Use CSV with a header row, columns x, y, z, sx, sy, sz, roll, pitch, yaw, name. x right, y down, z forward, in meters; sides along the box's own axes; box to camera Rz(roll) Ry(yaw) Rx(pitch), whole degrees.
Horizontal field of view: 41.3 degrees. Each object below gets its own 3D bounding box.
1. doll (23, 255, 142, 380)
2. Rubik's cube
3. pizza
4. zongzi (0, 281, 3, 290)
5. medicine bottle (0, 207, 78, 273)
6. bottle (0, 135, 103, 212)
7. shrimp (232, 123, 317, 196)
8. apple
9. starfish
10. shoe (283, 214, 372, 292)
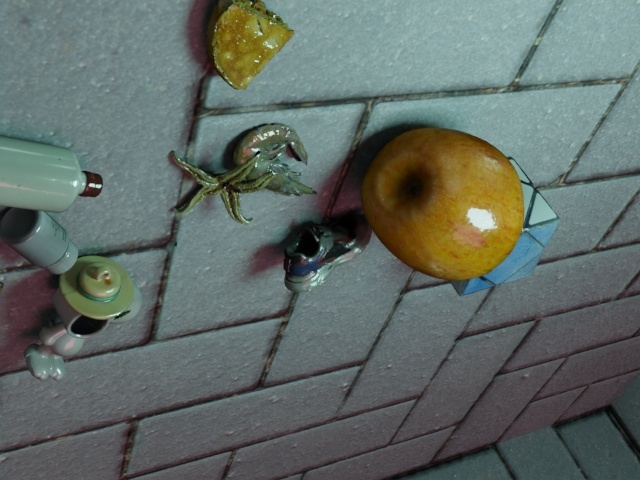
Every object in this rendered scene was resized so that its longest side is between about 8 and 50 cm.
x,y,z,sx,sy,sz,roll,pitch,yaw,name
-0.454,0.154,1.578,0.271,0.144,0.208,-36,157,3,doll
0.367,-0.030,1.885,0.205,0.207,0.205,-15,147,-22,Rubik's cube
-0.110,-0.307,1.289,0.134,0.046,0.175,-14,145,-21,pizza
-0.612,0.147,1.515,0.176,0.078,0.160,-29,153,-6,zongzi
-0.465,0.000,1.413,0.080,0.080,0.130,-29,148,0,medicine bottle
-0.444,-0.099,1.272,0.245,0.104,0.104,7,133,-42,bottle
-0.068,-0.142,1.553,0.126,0.047,0.223,-47,141,13,shrimp
0.232,-0.074,1.641,0.275,0.299,0.299,21,124,-41,apple
-0.178,-0.100,1.502,0.223,0.050,0.217,-27,141,26,starfish
0.000,0.000,1.759,0.227,0.099,0.125,-41,126,-19,shoe
